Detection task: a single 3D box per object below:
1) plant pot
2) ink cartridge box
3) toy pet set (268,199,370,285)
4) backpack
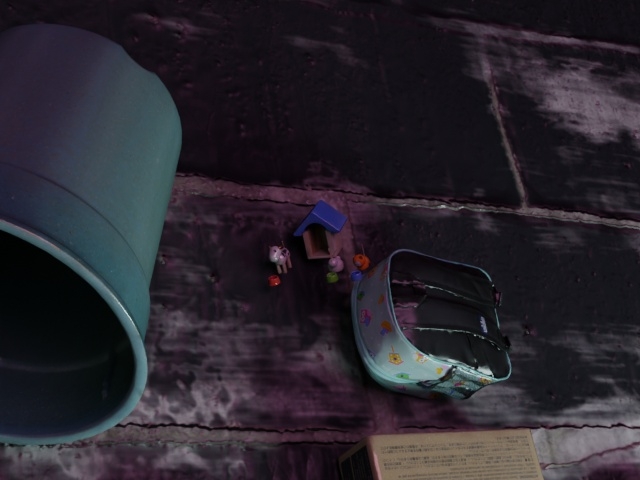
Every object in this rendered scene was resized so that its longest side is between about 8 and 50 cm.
[{"bbox_3d":[-0.303,-0.027,1.352,0.341,0.341,0.334,26,45,-14],"label":"plant pot"},{"bbox_3d":[0.155,0.323,1.531,0.234,0.088,0.193,3,62,-29],"label":"ink cartridge box"},{"bbox_3d":[0.000,0.000,1.621,0.114,0.122,0.065,-57,139,-61],"label":"toy pet set"},{"bbox_3d":[0.121,0.103,1.604,0.188,0.144,0.166,22,52,-40],"label":"backpack"}]
